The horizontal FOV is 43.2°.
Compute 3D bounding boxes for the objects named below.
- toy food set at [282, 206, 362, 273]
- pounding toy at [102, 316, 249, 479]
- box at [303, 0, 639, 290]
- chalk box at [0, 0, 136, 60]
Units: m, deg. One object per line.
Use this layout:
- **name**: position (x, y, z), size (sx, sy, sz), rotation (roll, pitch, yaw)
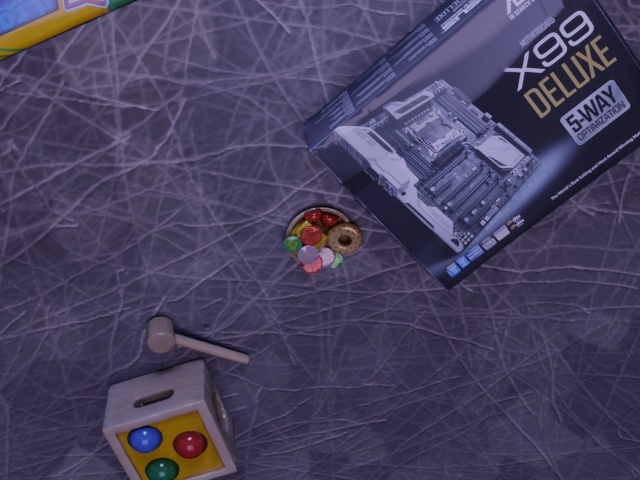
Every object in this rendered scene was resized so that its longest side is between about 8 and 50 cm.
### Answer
- **toy food set**: position (0.000, 0.000, 0.937), size (0.083, 0.020, 0.082), rotation (36, 109, -25)
- **pounding toy**: position (-0.169, 0.198, 0.985), size (0.181, 0.094, 0.206), rotation (-17, 121, 2)
- **box**: position (0.176, -0.125, 0.856), size (0.307, 0.076, 0.242), rotation (-38, 118, 14)
- **chalk box**: position (-0.233, -0.273, 0.655), size (0.289, 0.180, 0.179), rotation (-23, 121, 4)
